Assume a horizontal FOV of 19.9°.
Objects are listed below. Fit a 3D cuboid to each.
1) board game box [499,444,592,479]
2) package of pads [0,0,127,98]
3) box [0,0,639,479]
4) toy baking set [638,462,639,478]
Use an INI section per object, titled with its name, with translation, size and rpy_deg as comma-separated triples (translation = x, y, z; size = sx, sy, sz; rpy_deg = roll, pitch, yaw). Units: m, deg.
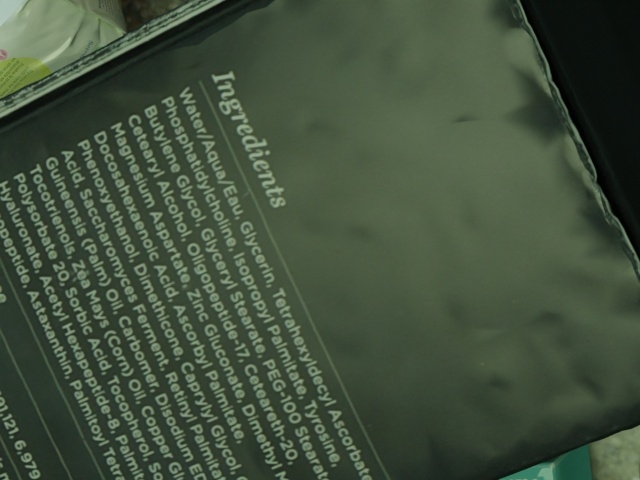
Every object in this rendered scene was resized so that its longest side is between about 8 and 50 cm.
[board game box]
translation = 0.097, 0.324, 1.392
size = 0.254, 0.079, 0.336
rpy_deg = -6, 98, 28
[package of pads]
translation = -0.281, -0.138, 1.390
size = 0.296, 0.101, 0.229
rpy_deg = -43, 42, 23
[box]
translation = 0.000, 0.000, 1.141
size = 0.472, 0.480, 0.297
rpy_deg = -26, 90, 22
[toy baking set]
translation = 0.338, 0.203, 1.316
size = 0.256, 0.030, 0.196
rpy_deg = -39, 82, 24
